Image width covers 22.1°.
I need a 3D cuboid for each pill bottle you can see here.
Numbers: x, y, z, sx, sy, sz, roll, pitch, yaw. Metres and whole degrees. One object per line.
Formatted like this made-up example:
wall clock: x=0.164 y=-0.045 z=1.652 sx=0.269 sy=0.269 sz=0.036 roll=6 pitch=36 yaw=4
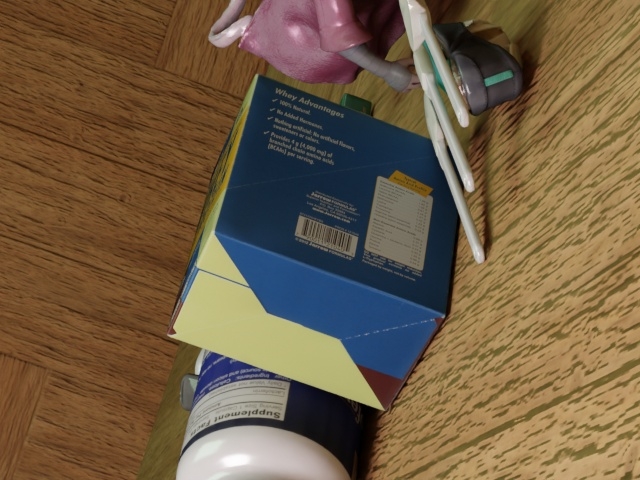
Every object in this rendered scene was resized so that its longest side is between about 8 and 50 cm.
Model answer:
pill bottle: x=-0.042 y=0.177 z=1.416 sx=0.264 sy=0.153 sz=0.153 roll=-80 pitch=12 yaw=-48

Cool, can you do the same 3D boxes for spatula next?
spatula: x=0.092 y=-0.104 z=1.293 sx=0.242 sy=0.019 sz=0.168 roll=-102 pitch=2 yaw=-56

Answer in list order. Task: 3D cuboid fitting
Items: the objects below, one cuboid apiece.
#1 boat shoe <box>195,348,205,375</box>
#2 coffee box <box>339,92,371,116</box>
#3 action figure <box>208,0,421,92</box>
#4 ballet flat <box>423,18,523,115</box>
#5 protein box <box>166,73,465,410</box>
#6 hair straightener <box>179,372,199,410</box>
boat shoe: x=-0.072 y=0.095 z=2.103 sx=0.084 sy=0.095 sz=0.258 roll=-16 pitch=43 yaw=42
coffee box: x=0.012 y=-0.081 z=2.058 sx=0.113 sy=0.040 sz=0.184 roll=-81 pitch=13 yaw=-49
action figure: x=0.030 y=-0.309 z=1.754 sx=0.370 sy=0.276 sz=0.248 roll=80 pitch=-147 yaw=-78
ballet flat: x=0.130 y=-0.146 z=1.360 sx=0.203 sy=0.074 sz=0.074 roll=-105 pitch=35 yaw=-75
protein box: x=0.000 y=0.000 z=1.386 sx=0.201 sy=0.200 sz=0.136 roll=-78 pitch=12 yaw=-46
hair straightener: x=-0.071 y=0.168 z=1.637 sx=0.230 sy=0.089 sz=0.047 roll=12 pitch=97 yaw=49
